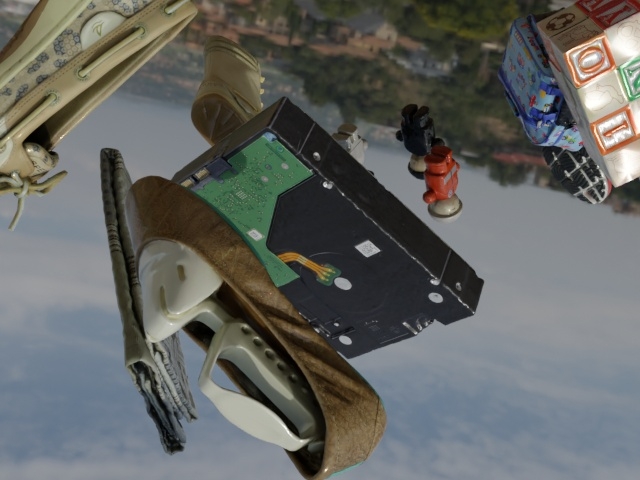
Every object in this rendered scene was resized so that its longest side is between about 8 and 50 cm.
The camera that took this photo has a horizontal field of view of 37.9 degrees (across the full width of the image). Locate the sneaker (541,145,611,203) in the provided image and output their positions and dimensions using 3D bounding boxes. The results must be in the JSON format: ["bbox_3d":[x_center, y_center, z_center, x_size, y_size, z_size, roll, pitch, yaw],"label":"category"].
[{"bbox_3d":[0.459,-0.203,1.679,0.118,0.279,0.107,-24,174,-29],"label":"sneaker"}]

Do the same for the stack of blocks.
[{"bbox_3d":[0.364,-0.129,0.972,0.171,0.297,0.087,-27,-149,10],"label":"stack of blocks"}]

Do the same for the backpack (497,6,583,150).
[{"bbox_3d":[0.311,-0.204,1.260,0.117,0.158,0.173,-9,148,-11],"label":"backpack"}]

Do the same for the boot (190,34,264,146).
[{"bbox_3d":[-0.111,-0.184,1.492,0.262,0.095,0.203,49,-156,-36],"label":"boot"}]

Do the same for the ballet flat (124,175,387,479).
[{"bbox_3d":[-0.084,0.086,0.853,0.342,0.116,0.124,49,-140,2],"label":"ballet flat"}]

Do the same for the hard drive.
[{"bbox_3d":[0.000,0.000,1.123,0.339,0.064,0.237,40,139,-20],"label":"hard drive"}]

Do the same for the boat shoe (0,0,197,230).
[{"bbox_3d":[-0.212,-0.099,0.716,0.089,0.285,0.104,38,-175,-6],"label":"boat shoe"}]

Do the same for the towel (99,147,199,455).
[{"bbox_3d":[-0.220,0.086,1.215,0.056,0.324,0.312,-11,149,-6],"label":"towel"}]

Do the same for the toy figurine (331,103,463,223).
[{"bbox_3d":[0.127,-0.111,1.599,0.210,0.148,0.213,-17,-138,-2],"label":"toy figurine"}]
